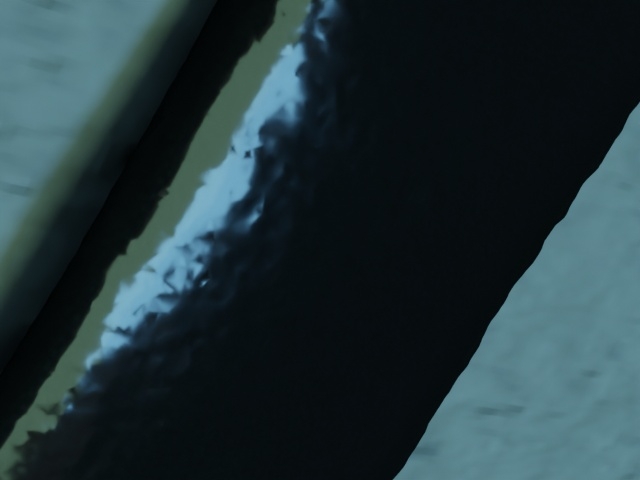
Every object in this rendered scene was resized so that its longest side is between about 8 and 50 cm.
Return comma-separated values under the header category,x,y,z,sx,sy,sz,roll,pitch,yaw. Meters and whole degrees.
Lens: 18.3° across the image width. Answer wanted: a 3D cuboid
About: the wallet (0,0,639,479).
category,x,y,z,sx,sy,sz,roll,pitch,yaw
wallet,0.000,0.000,0.434,0.124,0.025,0.244,31,93,-49
